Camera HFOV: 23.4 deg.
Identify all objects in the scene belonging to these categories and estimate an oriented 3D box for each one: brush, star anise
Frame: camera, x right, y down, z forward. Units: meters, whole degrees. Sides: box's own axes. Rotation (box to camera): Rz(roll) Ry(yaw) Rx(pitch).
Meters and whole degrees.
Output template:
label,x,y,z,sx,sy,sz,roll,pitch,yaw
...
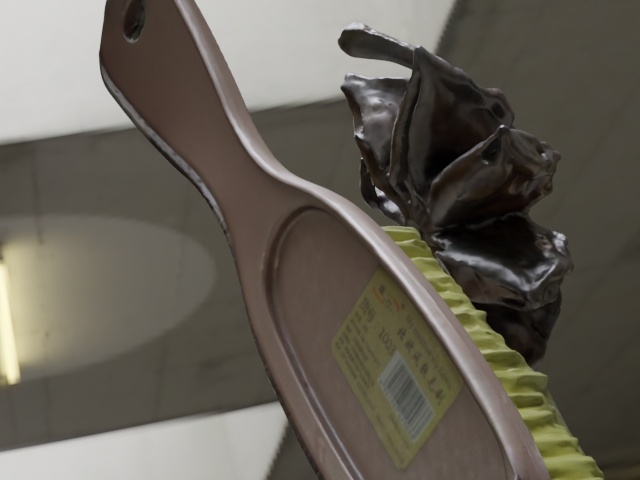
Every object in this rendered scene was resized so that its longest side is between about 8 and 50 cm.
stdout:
label,x,y,z,sx,sy,sz,roll,pitch,yaw
brush,0.000,0.002,0.508,0.067,0.313,0.072,10,-59,-38
star anise,0.075,-0.023,0.833,0.089,0.231,0.209,-12,-4,-20
